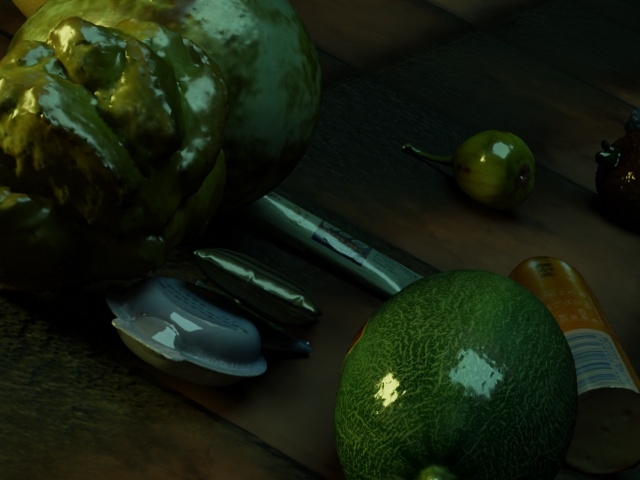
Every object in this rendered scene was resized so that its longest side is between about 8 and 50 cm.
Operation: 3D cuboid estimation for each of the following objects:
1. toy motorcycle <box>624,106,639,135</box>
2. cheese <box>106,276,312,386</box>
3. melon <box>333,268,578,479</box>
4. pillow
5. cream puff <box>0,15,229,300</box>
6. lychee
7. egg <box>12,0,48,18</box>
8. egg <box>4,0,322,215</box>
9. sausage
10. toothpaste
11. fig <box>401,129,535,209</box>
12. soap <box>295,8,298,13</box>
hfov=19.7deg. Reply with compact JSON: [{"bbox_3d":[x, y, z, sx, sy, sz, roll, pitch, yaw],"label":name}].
[{"bbox_3d":[0.538,-0.072,2.335,0.327,0.143,0.188,36,23,12],"label":"toy motorcycle"},{"bbox_3d":[-0.092,0.070,1.461,0.135,0.052,0.245,31,11,15],"label":"cheese"},{"bbox_3d":[0.100,0.123,1.360,0.182,0.182,0.287,25,20,4],"label":"melon"},{"bbox_3d":[-0.050,0.039,1.530,0.113,0.038,0.203,28,-1,3],"label":"pillow"},{"bbox_3d":[-0.181,-0.061,1.432,0.196,0.244,0.244,27,21,8],"label":"cream puff"},{"bbox_3d":[0.388,-0.075,2.225,0.146,0.114,0.114,35,16,-22],"label":"lychee"},{"bbox_3d":[-0.202,-0.307,1.969,0.322,0.250,0.250,23,21,12],"label":"egg"},{"bbox_3d":[-0.142,-0.138,1.662,0.289,0.238,0.238,3,19,9],"label":"egg"},{"bbox_3d":[0.224,0.095,1.679,0.093,0.093,0.312,18,22,-14],"label":"sausage"},{"bbox_3d":[0.000,0.000,1.752,0.233,0.038,0.060,29,25,5],"label":"toothpaste"},{"bbox_3d":[0.176,-0.100,2.095,0.093,0.093,0.166,4,28,-41],"label":"fig"},{"bbox_3d":[-0.134,-0.280,2.232,0.203,0.065,0.122,24,21,0],"label":"soap"}]
